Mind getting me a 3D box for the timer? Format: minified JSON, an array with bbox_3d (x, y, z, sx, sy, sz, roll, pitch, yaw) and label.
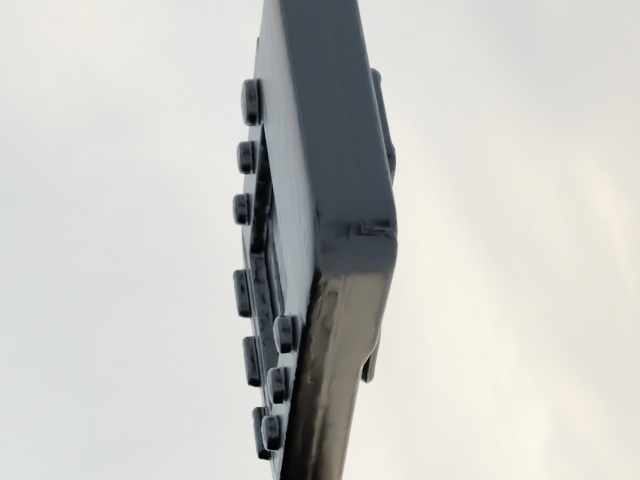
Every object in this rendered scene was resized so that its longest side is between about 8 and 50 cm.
[{"bbox_3d":[0.000,0.000,0.733,0.187,0.055,0.144,99,164,-53],"label":"timer"}]
